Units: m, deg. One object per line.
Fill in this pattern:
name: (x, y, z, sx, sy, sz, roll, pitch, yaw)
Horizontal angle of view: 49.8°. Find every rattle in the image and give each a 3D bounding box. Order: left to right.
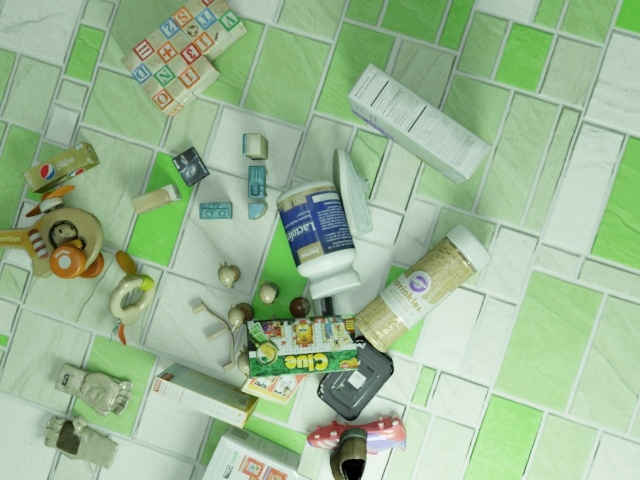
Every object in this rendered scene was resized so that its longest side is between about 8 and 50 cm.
rattle: (-0.519, 0.151, 1.769, 0.143, 0.130, 0.199, 32, 119, 15)

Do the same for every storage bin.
storage bin: (0.088, 0.340, 1.710, 0.122, 0.084, 0.180, 39, 93, 4)

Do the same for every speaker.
speaker: (0.014, 0.196, 1.731, 0.055, 0.055, 0.136, -7, 89, 5)

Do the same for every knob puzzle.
knob puzzle: (-0.080, 0.310, 1.683, 0.030, 0.213, 0.213, 34, 93, 45)

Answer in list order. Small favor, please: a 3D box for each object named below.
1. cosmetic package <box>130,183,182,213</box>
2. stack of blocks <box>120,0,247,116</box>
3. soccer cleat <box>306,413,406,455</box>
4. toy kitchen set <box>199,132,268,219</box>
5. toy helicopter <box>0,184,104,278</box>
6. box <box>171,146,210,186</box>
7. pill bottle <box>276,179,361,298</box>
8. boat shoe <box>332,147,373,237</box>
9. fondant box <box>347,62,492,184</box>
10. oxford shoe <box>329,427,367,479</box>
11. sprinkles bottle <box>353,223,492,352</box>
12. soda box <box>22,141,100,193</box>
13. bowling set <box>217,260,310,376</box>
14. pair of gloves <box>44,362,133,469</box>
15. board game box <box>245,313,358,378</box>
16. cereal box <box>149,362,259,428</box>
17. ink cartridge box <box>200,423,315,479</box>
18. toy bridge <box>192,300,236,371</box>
cosmetic package: (-0.419, -0.105, 1.765, 0.115, 0.060, 0.041, -20, 88, 6)
stack of blocks: (-0.330, -0.477, 1.745, 0.297, 0.087, 0.171, -40, 87, 3)
soccer cleat: (0.092, 0.499, 1.714, 0.248, 0.083, 0.095, -11, 99, 4)
toy kitchen set: (-0.221, -0.156, 1.717, 0.166, 0.122, 0.207, 0, 89, 5)
toy helicopter: (-0.728, -0.021, 1.754, 0.355, 0.140, 0.234, 0, 88, 7)
box: (-0.335, -0.190, 1.778, 0.067, 0.018, 0.083, -30, 88, 3)
pill bottle: (0.000, 0.000, 1.668, 0.153, 0.153, 0.264, -19, 80, 4)
boat shoe: (0.084, -0.122, 1.723, 0.081, 0.079, 0.227, -10, 89, -13)
fondant box: (0.227, -0.265, 1.624, 0.330, 0.238, 0.096, 36, 94, 4)
oxford shoe: (0.065, 0.548, 1.657, 0.083, 0.227, 0.096, 3, 45, -3)
sprinkles bottle: (0.247, 0.118, 1.680, 0.355, 0.121, 0.121, -42, 87, 4)
soda box: (-0.670, -0.187, 1.783, 0.181, 0.061, 0.058, -26, 88, 4)
bowling set: (-0.133, 0.168, 1.693, 0.200, 0.154, 0.286, -17, 89, 5)
pair of gloves: (-0.602, 0.455, 1.786, 0.204, 0.042, 0.240, 12, 89, 8)
board game box: (-0.042, 0.249, 1.628, 0.260, 0.030, 0.136, -3, 79, -13)
cereal box: (-0.280, 0.378, 1.695, 0.240, 0.173, 0.047, 20, 92, 5)
ink cartridge box: (-0.176, 0.659, 1.706, 0.272, 0.130, 0.309, 25, 92, 3)
toy bridge: (-0.262, 0.239, 1.767, 0.063, 0.026, 0.188, -28, 88, 1)
